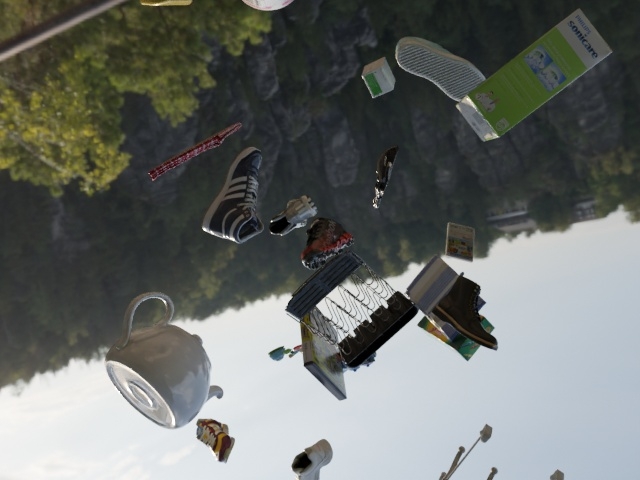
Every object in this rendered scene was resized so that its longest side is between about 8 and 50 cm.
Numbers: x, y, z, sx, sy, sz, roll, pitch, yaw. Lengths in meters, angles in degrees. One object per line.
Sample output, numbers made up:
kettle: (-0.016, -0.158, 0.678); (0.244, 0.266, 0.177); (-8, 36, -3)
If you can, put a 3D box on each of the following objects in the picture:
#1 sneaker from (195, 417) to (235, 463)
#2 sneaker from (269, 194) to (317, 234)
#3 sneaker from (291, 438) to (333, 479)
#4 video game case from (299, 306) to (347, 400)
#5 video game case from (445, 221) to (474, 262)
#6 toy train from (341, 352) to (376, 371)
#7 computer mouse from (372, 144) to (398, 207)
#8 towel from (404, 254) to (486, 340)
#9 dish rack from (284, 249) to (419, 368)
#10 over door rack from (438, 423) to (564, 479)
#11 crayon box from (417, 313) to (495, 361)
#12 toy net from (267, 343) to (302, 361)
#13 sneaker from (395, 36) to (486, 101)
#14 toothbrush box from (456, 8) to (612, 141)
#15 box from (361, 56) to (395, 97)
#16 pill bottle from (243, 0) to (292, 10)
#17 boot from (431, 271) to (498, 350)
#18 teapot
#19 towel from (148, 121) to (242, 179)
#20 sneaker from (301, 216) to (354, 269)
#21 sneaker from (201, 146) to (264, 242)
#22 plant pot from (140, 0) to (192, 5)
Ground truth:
sneaker: (-0.268, 0.491, 1.362); (0.084, 0.069, 0.185); (26, 170, -16)
sneaker: (-0.101, -0.062, 1.614); (0.132, 0.086, 0.229); (-35, 180, -18)
sneaker: (-0.054, 0.728, 1.758); (0.115, 0.232, 0.090); (5, -154, -37)
video game case: (0.005, 0.335, 1.725); (0.035, 0.248, 0.274); (-20, 138, 13)
video game case: (0.437, 0.006, 1.727); (0.087, 0.121, 0.011); (14, 151, -4)
toy train: (0.103, 0.415, 1.917); (0.184, 0.080, 0.105); (-20, 157, 13)
computer mouse: (0.233, -0.264, 2.036); (0.060, 0.261, 0.184); (19, 161, 4)
towel: (0.462, 0.212, 2.074); (0.034, 0.285, 0.209); (14, 117, -48)
dish rack: (0.064, 0.144, 1.163); (0.208, 0.074, 0.271); (-44, 135, 5)
over door rack: (0.511, 0.674, 1.585); (0.108, 0.240, 0.324); (-45, 162, -50)
crayon box: (0.517, 0.333, 2.133); (0.165, 0.081, 0.278); (-49, -155, -6)
toy net: (-0.094, 0.417, 2.160); (0.232, 0.045, 0.122); (-6, 149, -49)
sneaker: (0.428, -0.616, 1.931); (0.366, 0.150, 0.135); (25, 129, -18)
toothbrush box: (0.466, -0.360, 1.248); (0.283, 0.122, 0.206); (-39, -178, 9)
box: (0.217, -0.606, 2.052); (0.087, 0.101, 0.101); (-18, -148, 24)
pill bottle: (-0.108, -0.553, 1.016); (0.161, 0.160, 0.283); (-13, -177, 0)
boot: (0.388, 0.175, 1.390); (0.198, 0.137, 0.077); (35, -176, 41)
teapot: (-0.335, 0.273, 1.222); (0.187, 0.253, 0.256); (-47, 170, -39)
towel: (-0.382, -0.277, 1.696); (0.275, 0.031, 0.199); (-23, -162, 20)
sneaker: (0.000, 0.000, 1.693); (0.098, 0.135, 0.276); (-40, 175, 29)
sneaker: (-0.207, -0.124, 1.569); (0.153, 0.282, 0.099); (25, 172, 29)
plant pot: (-0.276, -0.471, 1.013); (0.082, 0.081, 0.083); (-21, -141, -38)
